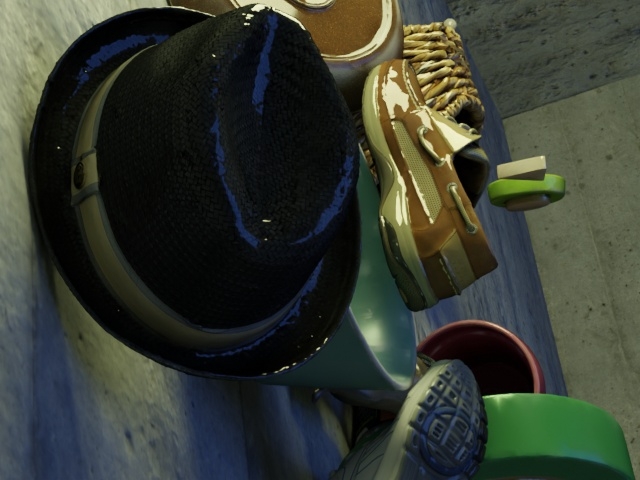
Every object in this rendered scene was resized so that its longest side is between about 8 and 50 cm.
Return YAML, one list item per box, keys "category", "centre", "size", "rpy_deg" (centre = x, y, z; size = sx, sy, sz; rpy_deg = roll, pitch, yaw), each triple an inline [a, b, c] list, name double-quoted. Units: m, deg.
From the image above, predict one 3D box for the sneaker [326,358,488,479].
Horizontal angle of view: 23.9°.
- category: "sneaker"
  centre: [0.059, 0.230, 1.445]
  size: [0.111, 0.129, 0.297]
  rpy_deg: [53, 55, -27]

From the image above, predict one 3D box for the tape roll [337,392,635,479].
- category: "tape roll"
  centre: [0.179, 0.276, 1.638]
  size: [0.321, 0.321, 0.077]
  rpy_deg: [54, 22, -52]

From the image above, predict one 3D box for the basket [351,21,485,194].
- category: "basket"
  centre: [0.105, -0.104, 1.900]
  size: [0.299, 0.213, 0.223]
  rpy_deg: [97, -17, -65]

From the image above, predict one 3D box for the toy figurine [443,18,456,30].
- category: "toy figurine"
  centre: [0.105, -0.336, 2.358]
  size: [0.148, 0.213, 0.210]
  rpy_deg: [-103, 176, -76]

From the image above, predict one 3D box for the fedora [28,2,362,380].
- category: "fedora"
  centre: [-0.064, -0.064, 1.185]
  size: [0.334, 0.152, 0.334]
  rpy_deg: [15, 60, -28]

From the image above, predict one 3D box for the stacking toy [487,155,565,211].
- category: "stacking toy"
  centre: [0.262, -0.036, 2.489]
  size: [0.309, 0.279, 0.130]
  rpy_deg: [31, 54, -72]

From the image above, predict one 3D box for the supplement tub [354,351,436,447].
- category: "supplement tub"
  centre: [0.098, 0.229, 1.816]
  size: [0.190, 0.117, 0.117]
  rpy_deg: [-85, 154, -56]

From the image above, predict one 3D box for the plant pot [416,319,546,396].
- category: "plant pot"
  centre: [0.231, 0.223, 2.155]
  size: [0.180, 0.201, 0.201]
  rpy_deg: [28, 46, -68]

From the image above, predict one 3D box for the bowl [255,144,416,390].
- category: "bowl"
  centre: [-0.032, 0.018, 1.473]
  size: [0.311, 0.163, 0.312]
  rpy_deg: [-18, 90, -76]

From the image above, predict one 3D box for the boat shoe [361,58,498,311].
- category: "boat shoe"
  centre: [0.122, -0.067, 1.594]
  size: [0.122, 0.120, 0.324]
  rpy_deg: [59, 18, -48]

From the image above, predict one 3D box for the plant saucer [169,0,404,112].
- category: "plant saucer"
  centre: [-0.028, -0.284, 1.714]
  size: [0.310, 0.050, 0.311]
  rpy_deg: [17, 52, -23]

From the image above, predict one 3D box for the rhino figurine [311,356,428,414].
- category: "rhino figurine"
  centre: [0.038, 0.144, 1.688]
  size: [0.243, 0.073, 0.106]
  rpy_deg: [13, 31, -50]
